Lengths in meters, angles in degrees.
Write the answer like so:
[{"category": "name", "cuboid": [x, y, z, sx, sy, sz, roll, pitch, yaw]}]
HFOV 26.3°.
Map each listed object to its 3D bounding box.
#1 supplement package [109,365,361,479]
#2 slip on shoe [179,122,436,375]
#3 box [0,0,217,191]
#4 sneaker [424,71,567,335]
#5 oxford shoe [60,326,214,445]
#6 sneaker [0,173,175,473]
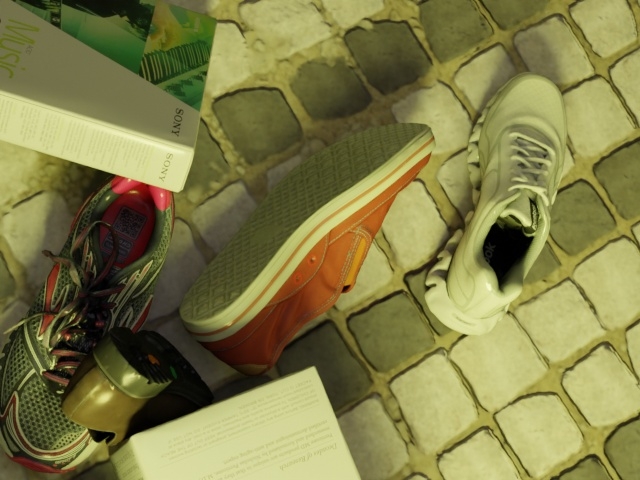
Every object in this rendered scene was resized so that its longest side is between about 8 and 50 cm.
[{"category": "supplement package", "cuboid": [-0.047, 0.286, 1.203, 0.175, 0.177, 0.292, -20, 81, -19]}, {"category": "slip on shoe", "cuboid": [0.000, 0.000, 1.339, 0.331, 0.123, 0.101, -48, 124, -26]}, {"category": "box", "cuboid": [-0.262, -0.176, 1.270, 0.322, 0.058, 0.232, 17, 38, -12]}, {"category": "sneaker", "cuboid": [0.199, -0.047, 1.392, 0.110, 0.118, 0.292, 20, 70, -8]}, {"category": "oxford shoe", "cuboid": [-0.165, 0.133, 1.209, 0.096, 0.227, 0.083, -44, 70, 6]}, {"category": "sneaker", "cuboid": [-0.217, 0.064, 1.250, 0.121, 0.112, 0.299, 19, 72, -10]}]
